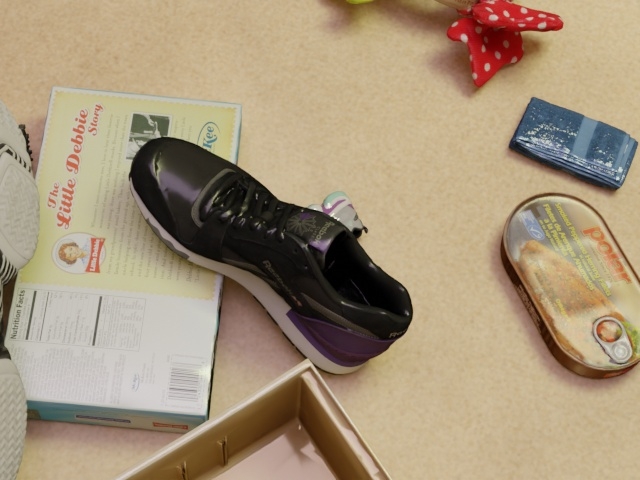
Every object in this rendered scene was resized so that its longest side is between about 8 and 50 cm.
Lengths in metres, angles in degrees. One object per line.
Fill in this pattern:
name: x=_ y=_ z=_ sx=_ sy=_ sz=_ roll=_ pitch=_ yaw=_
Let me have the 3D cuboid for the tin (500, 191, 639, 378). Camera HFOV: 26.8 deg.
tin: x=0.243 y=0.042 z=1.268 sx=0.106 sy=0.040 sz=0.190 roll=-22 pitch=67 yaw=-9

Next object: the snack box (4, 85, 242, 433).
snack box: x=-0.180 y=0.012 z=1.246 sx=0.187 sy=0.060 sz=0.322 roll=6 pitch=64 yaw=-2

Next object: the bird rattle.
bird rattle: x=0.142 y=-0.291 z=1.380 sx=0.253 sy=0.143 sz=0.207 roll=23 pitch=49 yaw=5

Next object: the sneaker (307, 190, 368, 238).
sneaker: x=0.000 y=0.000 z=1.273 sx=0.098 sy=0.038 sz=0.069 roll=-29 pitch=68 yaw=-15

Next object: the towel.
towel: x=0.254 y=-0.099 z=1.339 sx=0.119 sy=0.029 sz=0.067 roll=22 pitch=64 yaw=8

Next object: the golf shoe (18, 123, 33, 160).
golf shoe: x=-0.336 y=-0.032 z=1.252 sx=0.094 sy=0.077 sz=0.198 roll=17 pitch=63 yaw=5

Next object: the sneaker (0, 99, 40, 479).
sneaker: x=-0.360 y=0.048 z=1.129 sx=0.210 sy=0.137 sz=0.366 roll=-6 pitch=77 yaw=19

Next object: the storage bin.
storage bin: x=-0.050 y=0.285 z=1.085 sx=0.262 sy=0.123 sz=0.260 roll=-30 pitch=69 yaw=-16

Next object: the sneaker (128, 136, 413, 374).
sneaker: x=-0.034 y=-0.009 z=1.182 sx=0.283 sy=0.124 sz=0.107 roll=39 pitch=56 yaw=-7
